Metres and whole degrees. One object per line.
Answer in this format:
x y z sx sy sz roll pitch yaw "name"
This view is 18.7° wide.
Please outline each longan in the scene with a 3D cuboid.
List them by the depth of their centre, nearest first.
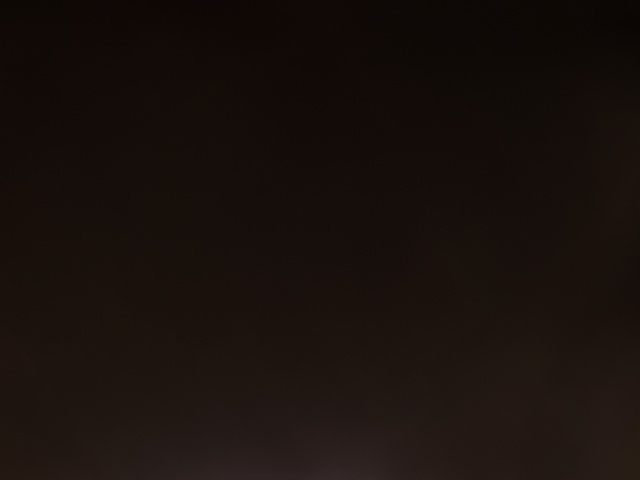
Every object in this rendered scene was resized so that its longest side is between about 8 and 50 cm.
0.006 0.007 0.601 0.435 0.404 0.404 -7 156 9 "longan"
